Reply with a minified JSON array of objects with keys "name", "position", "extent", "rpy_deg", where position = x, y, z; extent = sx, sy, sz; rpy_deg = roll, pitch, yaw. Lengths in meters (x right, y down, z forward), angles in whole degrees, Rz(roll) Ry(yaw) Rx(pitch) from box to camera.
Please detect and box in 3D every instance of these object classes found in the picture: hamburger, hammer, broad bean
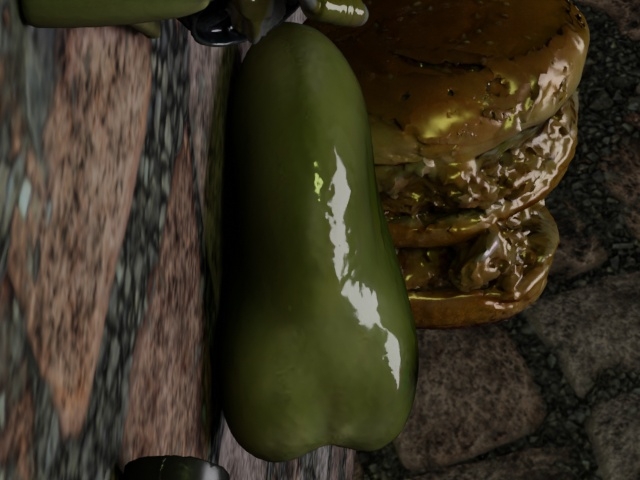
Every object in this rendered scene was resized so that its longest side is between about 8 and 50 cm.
[{"name":"hamburger","position":[0.079,-0.080,1.185],"extent":[0.260,0.245,0.211],"rpy_deg":[-35,138,-32]},{"name":"hammer","position":[-0.064,-0.089,0.607],"extent":[0.195,0.060,0.028],"rpy_deg":[-76,168,-85]},{"name":"broad bean","position":[0.000,0.000,0.987],"extent":[0.189,0.121,0.263],"rpy_deg":[-67,158,-86]}]

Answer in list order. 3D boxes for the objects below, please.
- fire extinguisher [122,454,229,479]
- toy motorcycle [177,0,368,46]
[{"name":"fire extinguisher","position":[-0.071,0.180,0.677],"extent":[0.062,0.050,0.177],"rpy_deg":[124,-26,-61]},{"name":"toy motorcycle","position":[-0.001,-0.153,0.634],"extent":[0.073,0.152,0.225],"rpy_deg":[63,-5,19]}]
